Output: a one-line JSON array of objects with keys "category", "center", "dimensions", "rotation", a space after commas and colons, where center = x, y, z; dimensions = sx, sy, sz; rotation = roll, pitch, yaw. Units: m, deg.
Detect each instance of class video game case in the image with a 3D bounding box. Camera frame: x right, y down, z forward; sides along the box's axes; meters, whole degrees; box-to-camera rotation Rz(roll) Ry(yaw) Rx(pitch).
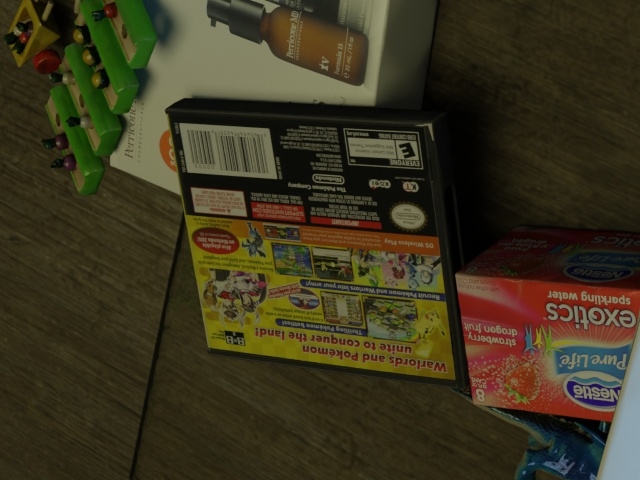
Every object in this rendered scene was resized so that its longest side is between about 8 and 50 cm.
[{"category": "video game case", "center": [0.000, 0.000, 1.645], "dimensions": [0.275, 0.035, 0.248], "rotation": [5, 115, 31]}]

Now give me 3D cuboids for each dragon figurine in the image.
[{"category": "dragon figurine", "center": [0.248, 0.188, 1.638], "dimensions": [0.289, 0.085, 0.144], "rotation": [48, 128, 2]}]

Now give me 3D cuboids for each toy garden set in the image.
[{"category": "toy garden set", "center": [-0.239, -0.190, 1.757], "dimensions": [0.204, 0.049, 0.244], "rotation": [66, 149, 26]}]

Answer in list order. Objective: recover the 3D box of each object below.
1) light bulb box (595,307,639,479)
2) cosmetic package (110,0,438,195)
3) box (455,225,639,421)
[{"category": "light bulb box", "center": [0.371, 0.152, 1.230], "dimensions": [0.361, 0.225, 0.358], "rotation": [15, 80, 10]}, {"category": "cosmetic package", "center": [-0.044, -0.198, 1.665], "dimensions": [0.284, 0.097, 0.377], "rotation": [24, 123, 28]}, {"category": "box", "center": [0.256, 0.072, 1.556], "dimensions": [0.257, 0.122, 0.128], "rotation": [5, 114, 34]}]
